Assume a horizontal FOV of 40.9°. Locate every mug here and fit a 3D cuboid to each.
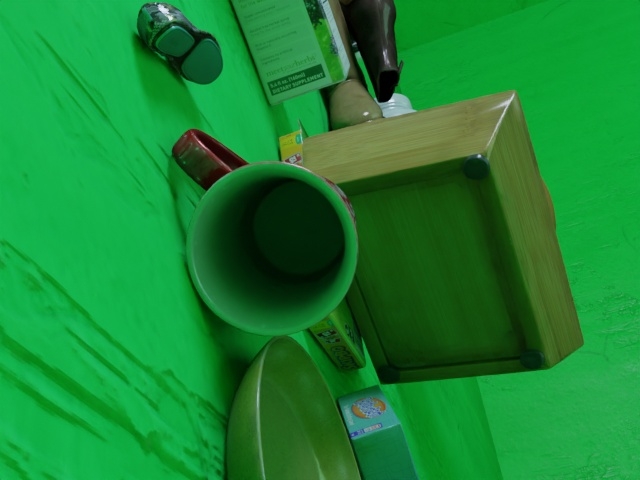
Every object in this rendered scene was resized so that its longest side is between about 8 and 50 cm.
[{"bbox_3d":[-0.028,-0.020,0.632,0.169,0.113,0.150,-43,116,-81],"label":"mug"}]

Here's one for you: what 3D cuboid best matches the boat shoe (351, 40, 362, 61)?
[{"bbox_3d":[0.066,-0.480,1.766,0.302,0.114,0.091,-95,169,-49],"label":"boat shoe"}]

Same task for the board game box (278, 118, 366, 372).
[{"bbox_3d":[0.000,0.000,0.922,0.124,0.039,0.259,59,21,-53],"label":"board game box"}]

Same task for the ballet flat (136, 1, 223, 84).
[{"bbox_3d":[-0.105,-0.151,0.641,0.114,0.041,0.041,26,48,-77],"label":"ballet flat"}]

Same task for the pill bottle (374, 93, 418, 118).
[{"bbox_3d":[0.148,-0.137,1.561,0.146,0.146,0.264,54,21,-59],"label":"pill bottle"}]

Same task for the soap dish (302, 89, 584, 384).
[{"bbox_3d":[0.121,0.014,0.876,0.291,0.229,0.118,69,29,-22],"label":"soap dish"}]

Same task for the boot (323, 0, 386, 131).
[{"bbox_3d":[0.017,-0.294,1.336,0.236,0.089,0.269,-116,-173,-77],"label":"boot"}]

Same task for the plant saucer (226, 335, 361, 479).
[{"bbox_3d":[-0.011,0.185,0.583,0.241,0.037,0.241,-18,90,-78],"label":"plant saucer"}]

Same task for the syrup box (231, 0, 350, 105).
[{"bbox_3d":[-0.050,-0.283,0.956,0.096,0.093,0.237,-76,147,-69],"label":"syrup box"}]

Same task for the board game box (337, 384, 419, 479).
[{"bbox_3d":[0.073,0.251,0.782,0.160,0.047,0.210,-135,-153,-86],"label":"board game box"}]

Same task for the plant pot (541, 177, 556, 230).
[{"bbox_3d":[0.177,-0.009,1.252,0.203,0.291,0.291,-16,89,-62],"label":"plant pot"}]

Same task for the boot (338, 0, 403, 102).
[{"bbox_3d":[0.078,-0.322,1.413,0.248,0.090,0.207,102,-19,-78],"label":"boot"}]
